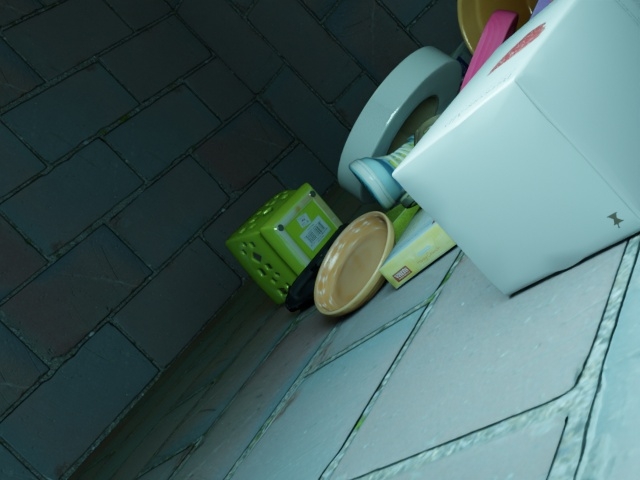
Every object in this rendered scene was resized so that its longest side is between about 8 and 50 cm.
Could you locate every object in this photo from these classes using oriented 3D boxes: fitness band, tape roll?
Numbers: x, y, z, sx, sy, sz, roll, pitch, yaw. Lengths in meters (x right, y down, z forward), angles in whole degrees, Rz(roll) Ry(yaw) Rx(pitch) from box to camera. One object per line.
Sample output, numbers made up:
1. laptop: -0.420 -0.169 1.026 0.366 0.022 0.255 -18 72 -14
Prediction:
1. fitness band: 0.319 -0.300 1.487 0.291 0.054 0.209 -68 -21 -12
2. tape roll: 0.185 -0.260 1.790 0.392 0.072 0.392 -47 -18 -20

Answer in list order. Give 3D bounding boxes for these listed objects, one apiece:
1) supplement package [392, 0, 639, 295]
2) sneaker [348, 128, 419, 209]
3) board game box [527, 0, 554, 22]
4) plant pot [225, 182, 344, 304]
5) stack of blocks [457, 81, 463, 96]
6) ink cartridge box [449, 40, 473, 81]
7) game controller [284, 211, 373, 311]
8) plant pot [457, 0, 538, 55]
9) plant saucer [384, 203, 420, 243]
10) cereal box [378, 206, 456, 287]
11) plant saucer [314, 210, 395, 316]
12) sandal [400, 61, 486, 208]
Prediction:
1. supplement package: 0.241 -0.120 0.789 0.177 0.175 0.293 -37 9 49
2. sneaker: 0.182 -0.167 1.593 0.208 0.127 0.319 -42 -10 12
3. board game box: 0.346 -0.300 1.347 0.208 0.056 0.347 92 -156 -63
4. plant pot: -0.064 0.000 1.976 0.228 0.227 0.207 -47 13 -31
5. stack of blocks: 0.401 -0.391 2.135 0.297 0.087 0.171 -43 5 17
6. ink cartridge box: 0.285 -0.388 2.150 0.330 0.071 0.324 -45 5 30
7. game controller: 0.037 0.045 1.769 0.166 0.067 0.319 -20 21 41
8. plant pot: 0.470 -0.510 1.669 0.203 0.291 0.291 -29 -4 -34
9. plant saucer: 0.112 0.007 1.489 0.188 0.045 0.188 -47 7 -27
10. cereal box: 0.195 -0.040 1.210 0.173 0.047 0.240 -42 6 38
11. plant saucer: 0.063 0.044 1.323 0.200 0.037 0.200 -45 26 29
12. sandal: 0.209 -0.182 1.317 0.303 0.086 0.120 -60 -2 -14
